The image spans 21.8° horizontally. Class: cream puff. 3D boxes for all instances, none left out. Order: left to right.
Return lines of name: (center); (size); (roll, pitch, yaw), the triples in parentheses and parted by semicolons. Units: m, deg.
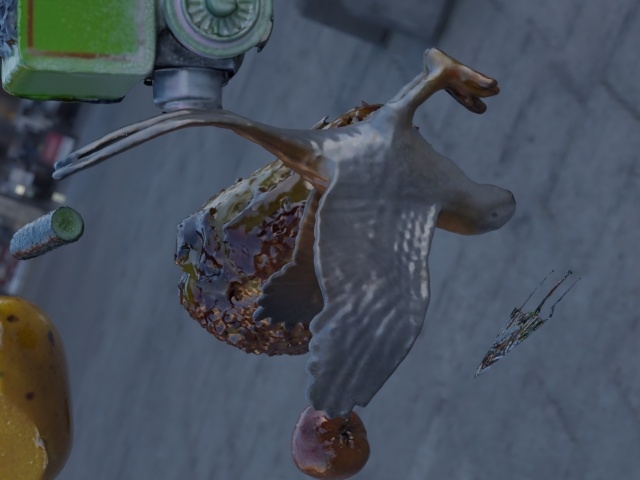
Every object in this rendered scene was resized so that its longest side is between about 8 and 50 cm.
cream puff: (-0.004, 0.002, 1.862); (0.350, 0.228, 0.350); (-32, 4, 2)

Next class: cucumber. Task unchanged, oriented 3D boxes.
cucumber: (-0.239, -0.003, 1.422); (0.133, 0.032, 0.032); (-19, 52, 61)

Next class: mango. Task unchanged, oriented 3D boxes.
mango: (-0.377, 0.180, 2.015); (0.191, 0.160, 0.290); (-92, 7, -50)

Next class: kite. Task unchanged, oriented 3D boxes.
kite: (0.220, 0.092, 1.795); (0.160, 0.010, 0.183); (-48, 4, -1)

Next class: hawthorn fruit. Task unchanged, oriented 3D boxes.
hawthorn fruit: (0.012, 0.294, 2.439); (0.128, 0.128, 0.128); (-160, 90, -78)

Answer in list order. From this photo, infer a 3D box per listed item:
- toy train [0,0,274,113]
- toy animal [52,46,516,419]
toy train: (-0.174, -0.266, 1.516); (0.173, 0.249, 0.307); (164, 107, -73)
toy animal: (-0.006, -0.060, 1.330); (0.302, 0.284, 0.225); (-43, 15, 5)
